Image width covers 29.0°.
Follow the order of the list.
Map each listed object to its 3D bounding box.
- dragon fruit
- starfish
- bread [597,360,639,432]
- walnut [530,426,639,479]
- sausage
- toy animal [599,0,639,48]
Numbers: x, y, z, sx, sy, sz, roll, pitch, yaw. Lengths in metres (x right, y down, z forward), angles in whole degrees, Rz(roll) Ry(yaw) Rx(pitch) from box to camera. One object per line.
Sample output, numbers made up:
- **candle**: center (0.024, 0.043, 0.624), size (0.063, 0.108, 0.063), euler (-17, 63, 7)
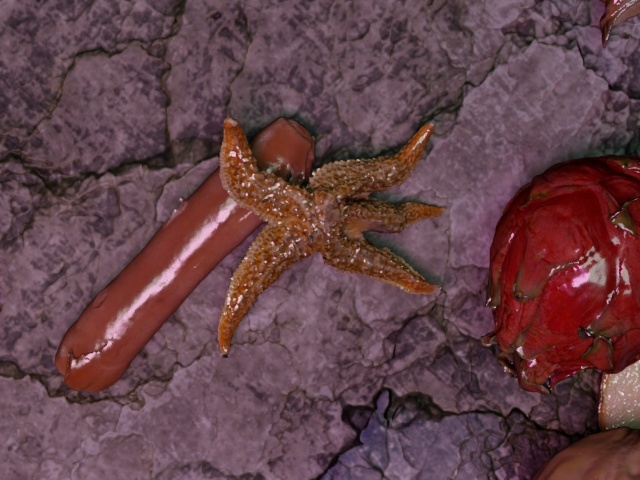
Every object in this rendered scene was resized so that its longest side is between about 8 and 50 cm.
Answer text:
- **dragon fruit**: center (0.308, 0.040, 1.416), size (0.244, 0.244, 0.299), euler (29, 84, -2)
- **starfish**: center (0.026, -0.006, 1.454), size (0.293, 0.084, 0.302), euler (-5, 110, -18)
- **bread**: center (0.398, 0.196, 1.528), size (0.126, 0.044, 0.129), euler (9, 91, -8)
- **walnut**: center (0.379, 0.390, 1.401), size (0.381, 0.381, 0.382), euler (0, 94, 0)
- **sausage**: center (-0.161, 0.016, 1.488), size (0.419, 0.094, 0.094), euler (-45, 51, 2)
- **toy animal**: center (0.370, -0.327, 1.479), size (0.179, 0.089, 0.188), euler (43, 93, 14)
